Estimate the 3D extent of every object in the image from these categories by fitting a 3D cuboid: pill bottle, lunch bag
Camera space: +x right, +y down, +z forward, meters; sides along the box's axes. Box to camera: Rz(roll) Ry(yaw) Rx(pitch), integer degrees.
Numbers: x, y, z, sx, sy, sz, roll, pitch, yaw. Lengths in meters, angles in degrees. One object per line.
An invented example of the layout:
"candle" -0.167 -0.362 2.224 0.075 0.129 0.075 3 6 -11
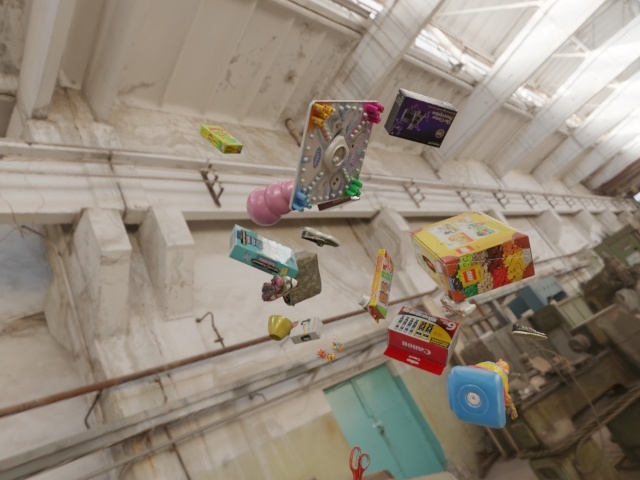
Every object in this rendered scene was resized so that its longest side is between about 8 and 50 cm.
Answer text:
"pill bottle" 0.288 0.378 2.581 0.078 0.137 0.078 -54 11 16
"lunch bag" -0.128 0.229 2.631 0.235 0.288 0.168 -18 17 -33

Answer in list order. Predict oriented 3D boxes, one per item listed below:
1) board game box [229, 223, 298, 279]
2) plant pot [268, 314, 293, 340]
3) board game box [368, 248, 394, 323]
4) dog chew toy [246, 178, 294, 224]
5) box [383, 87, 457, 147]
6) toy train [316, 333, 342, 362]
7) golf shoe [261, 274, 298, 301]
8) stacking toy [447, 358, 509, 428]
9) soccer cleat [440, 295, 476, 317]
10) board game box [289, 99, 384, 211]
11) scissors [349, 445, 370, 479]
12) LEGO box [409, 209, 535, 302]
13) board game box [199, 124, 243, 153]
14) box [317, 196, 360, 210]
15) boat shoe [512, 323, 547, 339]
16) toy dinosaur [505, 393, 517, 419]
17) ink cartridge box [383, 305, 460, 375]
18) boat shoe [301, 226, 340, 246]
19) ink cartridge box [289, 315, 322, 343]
"board game box" -0.286 0.063 2.190 0.335 0.254 0.079 25 -73 -19
"plant pot" -0.219 0.460 2.270 0.134 0.134 0.095 120 173 -51
"board game box" 0.231 0.174 1.662 0.039 0.260 0.124 0 -32 29
"dog chew toy" -0.226 -0.209 2.273 0.331 0.207 0.206 -24 -17 31
"box" 0.441 -0.538 1.950 0.260 0.103 0.185 10 -52 -16
"toy train" 0.060 0.607 2.434 0.166 0.125 0.046 -44 27 -25
"golf shoe" -0.140 0.165 1.457 0.085 0.068 0.186 7 -20 -26
"stacking toy" 0.540 0.448 1.407 0.165 0.176 0.301 -2 6 39
"soccer cleat" 0.591 0.280 1.901 0.076 0.068 0.196 -27 15 -13
"board game box" 0.068 -0.309 1.608 0.389 0.050 0.391 -19 -49 -47
"scissors" 0.146 1.042 1.875 0.109 0.297 0.021 35 -37 -21
"LEGO box" 0.677 0.050 2.046 0.371 0.193 0.500 -19 17 1
"board game box" -0.420 -0.428 1.861 0.092 0.181 0.043 -13 -45 -48
"box" 0.085 -0.273 2.449 0.203 0.167 0.168 -17 -1 22
"boat shoe" 0.801 0.352 1.684 0.132 0.042 0.049 12 -33 3
"toy dinosaur" 0.821 0.688 1.967 0.064 0.212 0.112 -15 -28 -16
"ink cartridge box" 0.501 0.491 2.188 0.272 0.309 0.130 -43 -42 -47
"boat shoe" 0.000 0.000 2.394 0.219 0.070 0.078 21 -21 -5
"ink cartridge box" -0.085 0.539 2.645 0.174 0.128 0.072 -17 -59 20
